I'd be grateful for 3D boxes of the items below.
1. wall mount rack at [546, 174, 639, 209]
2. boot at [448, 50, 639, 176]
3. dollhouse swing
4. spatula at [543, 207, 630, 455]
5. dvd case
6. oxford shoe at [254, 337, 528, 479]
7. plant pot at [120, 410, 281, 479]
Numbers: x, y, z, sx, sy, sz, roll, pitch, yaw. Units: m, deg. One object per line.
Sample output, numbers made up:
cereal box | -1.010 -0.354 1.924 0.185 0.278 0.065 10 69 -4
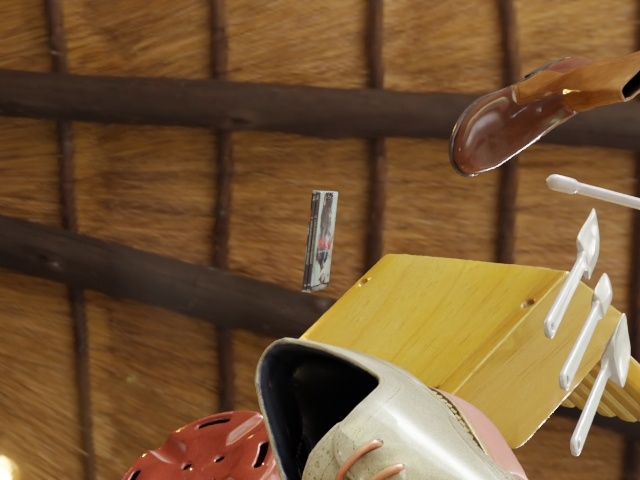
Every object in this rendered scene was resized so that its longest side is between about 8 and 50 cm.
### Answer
wall mount rack | 0.439 -0.123 1.365 0.304 0.350 0.130 -29 -102 -37
boot | 0.334 -0.176 1.644 0.264 0.280 0.096 -30 -77 -21
dollhouse swing | 0.199 0.192 1.489 0.315 0.347 0.305 -43 -66 -24
spatula | 0.258 0.089 1.146 0.242 0.019 0.168 -47 -53 -58
dvd case | 0.000 0.000 1.444 0.087 0.013 0.119 -5 -78 -76
oxford shoe | 0.054 0.163 0.581 0.146 0.397 0.140 35 -88 -24
plant pot | -0.086 0.352 1.336 0.272 0.272 0.265 -38 -63 -27
